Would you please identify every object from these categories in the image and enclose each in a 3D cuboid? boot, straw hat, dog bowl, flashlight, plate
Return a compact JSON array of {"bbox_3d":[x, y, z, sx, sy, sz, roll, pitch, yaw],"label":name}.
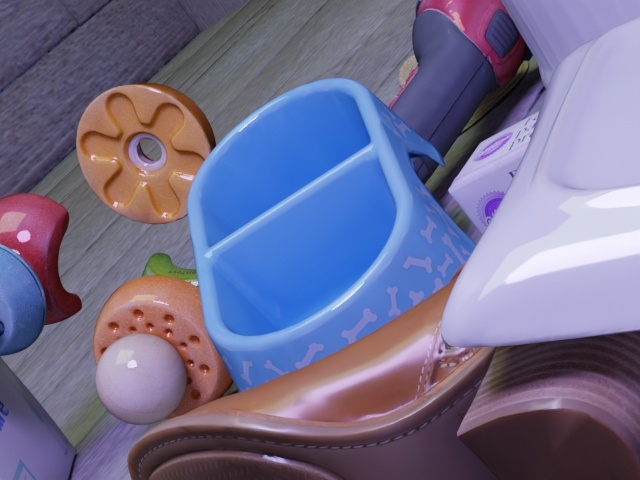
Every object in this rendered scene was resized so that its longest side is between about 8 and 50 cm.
[{"bbox_3d":[0.060,0.046,0.763,0.283,0.109,0.220,-24,20,39],"label":"boot"},{"bbox_3d":[0.099,-0.130,1.387,0.144,0.061,0.144,-36,13,9],"label":"straw hat"},{"bbox_3d":[0.000,0.000,0.999,0.166,0.074,0.297,-32,30,9],"label":"dog bowl"},{"bbox_3d":[0.069,-0.095,1.243,0.304,0.103,0.103,-54,-23,-35],"label":"flashlight"},{"bbox_3d":[0.202,-0.054,0.683,0.277,0.045,0.278,-8,25,22],"label":"plate"}]

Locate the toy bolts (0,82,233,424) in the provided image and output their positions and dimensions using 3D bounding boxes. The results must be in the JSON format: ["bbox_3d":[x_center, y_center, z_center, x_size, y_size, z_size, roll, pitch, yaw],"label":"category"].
[{"bbox_3d":[-0.172,0.019,1.133,0.228,0.218,0.158,-3,22,21],"label":"toy bolts"}]

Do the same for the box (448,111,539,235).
[{"bbox_3d":[0.216,-0.080,0.893,0.324,0.067,0.063,-27,16,36],"label":"box"}]

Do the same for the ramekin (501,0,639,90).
[{"bbox_3d":[0.243,-0.231,1.188,0.277,0.135,0.277,-35,13,9],"label":"ramekin"}]

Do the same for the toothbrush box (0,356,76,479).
[{"bbox_3d":[-0.330,0.219,1.163,0.295,0.126,0.216,-37,12,5],"label":"toothbrush box"}]
